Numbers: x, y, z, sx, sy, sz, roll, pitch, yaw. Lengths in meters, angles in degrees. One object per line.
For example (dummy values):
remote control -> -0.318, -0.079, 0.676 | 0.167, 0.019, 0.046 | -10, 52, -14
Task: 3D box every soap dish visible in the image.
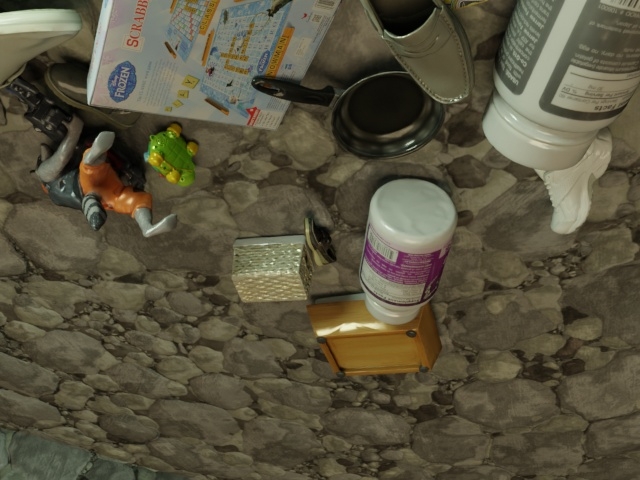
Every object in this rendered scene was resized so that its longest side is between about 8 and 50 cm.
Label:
soap dish -> 0.132, 0.229, 1.625 | 0.290, 0.118, 0.229 | -6, 138, 16

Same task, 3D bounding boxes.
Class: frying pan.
frying pan -> 0.050, -0.213, 1.149 | 0.326, 0.053, 0.197 | -2, 142, -3

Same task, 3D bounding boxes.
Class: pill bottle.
pill bottle -> 0.166, 0.035, 1.359 | 0.169, 0.169, 0.302 | 6, 139, 1
pill bottle -> 0.363, -0.284, 0.942 | 0.204, 0.204, 0.361 | 9, 139, -3

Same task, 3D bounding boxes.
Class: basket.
basket -> -0.104, 0.065, 1.477 | 0.167, 0.103, 0.113 | -4, 139, 11

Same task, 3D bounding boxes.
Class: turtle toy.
turtle toy -> -0.279, -0.152, 1.271 | 0.066, 0.095, 0.130 | 0, 143, 41

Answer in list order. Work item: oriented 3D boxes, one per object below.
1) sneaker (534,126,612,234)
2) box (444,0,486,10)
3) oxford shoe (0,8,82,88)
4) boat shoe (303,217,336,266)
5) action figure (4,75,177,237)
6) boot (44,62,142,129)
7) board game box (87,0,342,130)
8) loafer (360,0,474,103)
sneaker -> 0.442, -0.112, 1.232 | 0.115, 0.090, 0.232 | 9, 130, 7
box -> 0.154, -0.365, 0.989 | 0.168, 0.054, 0.059 | -10, 136, 19
oxford shoe -> -0.562, -0.273, 1.079 | 0.449, 0.169, 0.130 | -11, 101, 19
boat shoe -> 0.000, 0.000, 1.432 | 0.049, 0.056, 0.152 | -9, 147, 9
action figure -> -0.442, -0.130, 1.199 | 0.330, 0.179, 0.341 | 12, 157, 48
boot -> -0.328, -0.284, 1.129 | 0.189, 0.076, 0.208 | 24, 144, -39
board game box -> -0.160, -0.313, 1.007 | 0.318, 0.066, 0.319 | 4, 143, -28
loafer -> 0.124, -0.303, 0.936 | 0.112, 0.111, 0.319 | -22, 130, 29
